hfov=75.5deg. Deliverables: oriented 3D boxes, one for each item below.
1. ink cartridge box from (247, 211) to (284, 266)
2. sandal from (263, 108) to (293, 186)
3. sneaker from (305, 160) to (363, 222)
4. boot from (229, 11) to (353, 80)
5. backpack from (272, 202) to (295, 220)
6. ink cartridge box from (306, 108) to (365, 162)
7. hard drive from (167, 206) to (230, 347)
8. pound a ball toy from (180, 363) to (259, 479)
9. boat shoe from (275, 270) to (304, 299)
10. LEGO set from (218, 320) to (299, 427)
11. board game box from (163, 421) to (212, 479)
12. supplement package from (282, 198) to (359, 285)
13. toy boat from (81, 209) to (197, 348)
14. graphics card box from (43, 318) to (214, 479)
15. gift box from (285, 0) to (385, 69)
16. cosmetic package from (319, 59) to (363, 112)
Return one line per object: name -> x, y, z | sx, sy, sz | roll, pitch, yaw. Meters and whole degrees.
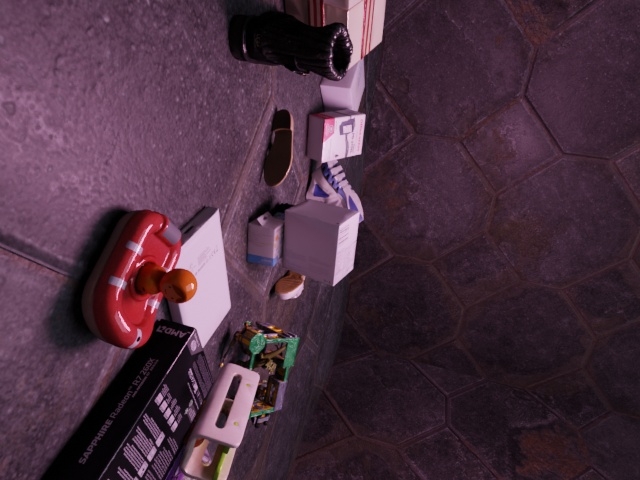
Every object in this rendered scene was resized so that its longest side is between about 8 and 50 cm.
ink cartridge box -> -0.166, -0.008, 1.279 | 0.092, 0.089, 0.143 | -52, 151, -63
sandal -> -0.113, -0.277, 1.285 | 0.079, 0.088, 0.241 | 17, 80, -71
sneaker -> 0.045, -0.184, 1.781 | 0.127, 0.182, 0.316 | -28, 92, -55
boot -> -0.038, -0.487, 1.032 | 0.348, 0.259, 0.131 | -59, 157, -55
backpack -> -0.119, -0.026, 1.421 | 0.173, 0.116, 0.159 | -57, 155, -52
ink cartridge box -> 0.064, -0.427, 1.678 | 0.237, 0.100, 0.172 | -21, 128, -39
hard drive -> -0.284, 0.103, 0.972 | 0.203, 0.040, 0.308 | -62, 159, -53
pound a ball toy -> -0.268, 0.482, 1.020 | 0.319, 0.135, 0.208 | -81, -168, -73
boat shoe -> -0.113, 0.193, 1.672 | 0.277, 0.098, 0.096 | -44, 143, -70
LEGO set -> -0.225, 0.398, 1.319 | 0.254, 0.192, 0.332 | -1, 101, -47
board game box -> -0.364, 0.652, 1.093 | 0.208, 0.056, 0.347 | -60, 158, -45
supplement package -> 0.000, 0.000, 1.308 | 0.149, 0.194, 0.203 | -35, 136, -54
toy boat -> -0.281, 0.070, 0.700 | 0.151, 0.150, 0.231 | 72, 31, -65
graphics card box -> -0.348, 0.370, 0.805 | 0.371, 0.094, 0.233 | -65, 161, -44
gift box -> 0.024, -0.684, 1.193 | 0.255, 0.276, 0.258 | -54, 160, -32
cosmetic package -> 0.101, -0.665, 1.778 | 0.224, 0.138, 0.225 | 70, 34, -66
